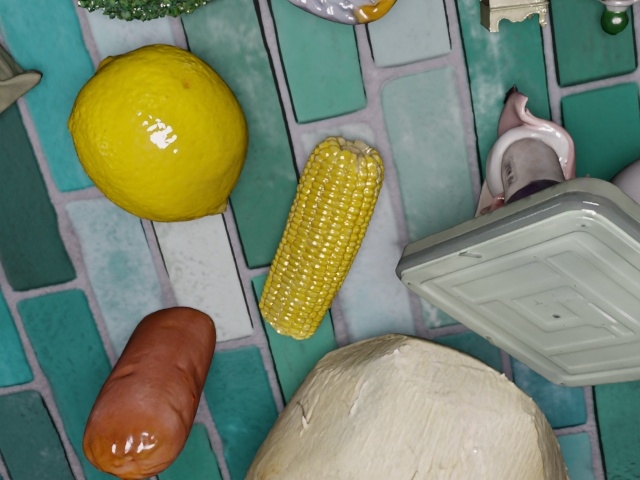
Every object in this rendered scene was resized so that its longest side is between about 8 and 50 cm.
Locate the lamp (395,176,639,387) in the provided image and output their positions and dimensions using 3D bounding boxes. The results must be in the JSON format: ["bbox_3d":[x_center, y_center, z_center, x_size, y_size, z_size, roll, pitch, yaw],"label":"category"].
[{"bbox_3d":[0.242,0.055,0.751,0.266,0.047,0.269,33,151,-19],"label":"lamp"}]

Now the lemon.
[{"bbox_3d":[-0.164,-0.108,0.839,0.178,0.178,0.203,-35,105,13],"label":"lemon"}]

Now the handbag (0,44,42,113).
[{"bbox_3d":[-0.495,-0.213,0.842,0.253,0.109,0.316,-36,112,17],"label":"handbag"}]

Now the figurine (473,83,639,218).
[{"bbox_3d":[0.341,-0.013,0.833,0.361,0.253,0.211,20,93,2],"label":"figurine"}]

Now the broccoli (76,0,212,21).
[{"bbox_3d":[-0.189,-0.319,0.780,0.194,0.219,0.194,1,92,39],"label":"broccoli"}]

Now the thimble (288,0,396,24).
[{"bbox_3d":[0.017,-0.289,0.797,0.151,0.118,0.127,31,108,-9],"label":"thimble"}]

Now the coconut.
[{"bbox_3d":[0.106,0.273,0.892,0.346,0.360,0.346,24,145,18],"label":"coconut"}]

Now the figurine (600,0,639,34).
[{"bbox_3d":[0.336,-0.278,0.807,0.197,0.094,0.147,17,122,-6],"label":"figurine"}]

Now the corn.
[{"bbox_3d":[0.000,0.000,0.920,0.093,0.093,0.244,18,111,-5],"label":"corn"}]

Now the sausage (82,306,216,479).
[{"bbox_3d":[-0.191,0.172,0.901,0.113,0.259,0.114,1,114,3],"label":"sausage"}]

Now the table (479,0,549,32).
[{"bbox_3d":[0.199,-0.265,0.823,0.062,0.079,0.083,-5,112,5],"label":"table"}]
